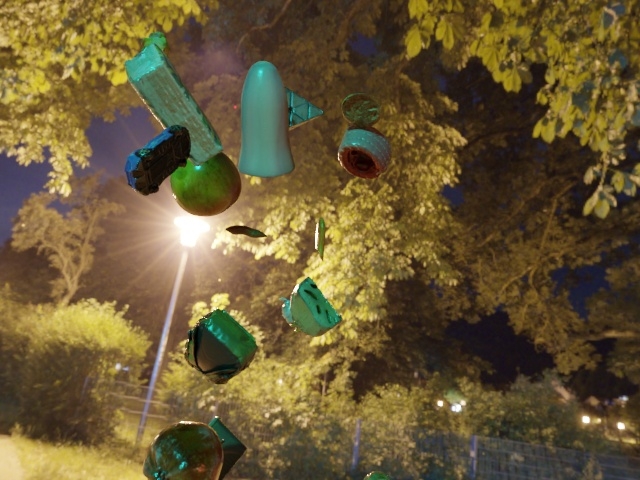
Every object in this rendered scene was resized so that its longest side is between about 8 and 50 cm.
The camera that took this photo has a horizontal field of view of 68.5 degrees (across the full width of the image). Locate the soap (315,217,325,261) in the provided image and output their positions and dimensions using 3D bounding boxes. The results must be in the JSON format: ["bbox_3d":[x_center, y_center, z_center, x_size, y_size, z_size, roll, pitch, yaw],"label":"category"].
[{"bbox_3d":[0.000,0.000,1.725,0.033,0.169,0.089,2,11,-3],"label":"soap"}]

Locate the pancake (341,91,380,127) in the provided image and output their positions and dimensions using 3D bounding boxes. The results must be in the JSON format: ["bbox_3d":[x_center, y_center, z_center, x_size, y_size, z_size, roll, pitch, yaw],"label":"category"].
[{"bbox_3d":[0.139,-0.440,1.590,0.139,0.022,0.140,9,-42,8],"label":"pancake"}]

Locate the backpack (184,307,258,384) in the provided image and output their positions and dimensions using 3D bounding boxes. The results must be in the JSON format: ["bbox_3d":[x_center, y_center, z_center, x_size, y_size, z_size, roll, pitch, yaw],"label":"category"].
[{"bbox_3d":[-0.314,0.338,1.424,0.207,0.140,0.253,43,-48,6],"label":"backpack"}]

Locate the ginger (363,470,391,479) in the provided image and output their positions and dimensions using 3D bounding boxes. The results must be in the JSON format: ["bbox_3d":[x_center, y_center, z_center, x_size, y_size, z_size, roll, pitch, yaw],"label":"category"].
[{"bbox_3d":[0.121,0.673,1.152,0.080,0.204,0.104,23,-12,-17],"label":"ginger"}]

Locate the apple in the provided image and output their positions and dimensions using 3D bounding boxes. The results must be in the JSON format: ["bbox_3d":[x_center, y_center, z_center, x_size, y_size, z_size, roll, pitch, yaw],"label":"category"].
[{"bbox_3d":[-0.548,-0.285,2.244,0.339,0.340,0.340,7,-18,2],"label":"apple"}]

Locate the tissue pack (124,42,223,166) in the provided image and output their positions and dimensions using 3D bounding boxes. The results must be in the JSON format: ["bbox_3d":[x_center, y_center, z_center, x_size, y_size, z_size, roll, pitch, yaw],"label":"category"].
[{"bbox_3d":[-0.431,-0.398,1.397,0.128,0.228,0.311,-34,-50,-1],"label":"tissue pack"}]

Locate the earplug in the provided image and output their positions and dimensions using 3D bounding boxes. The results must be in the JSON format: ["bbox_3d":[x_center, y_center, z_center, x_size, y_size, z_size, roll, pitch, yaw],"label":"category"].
[{"bbox_3d":[-0.160,-0.350,1.339,0.172,0.172,0.302,5,-62,8],"label":"earplug"}]

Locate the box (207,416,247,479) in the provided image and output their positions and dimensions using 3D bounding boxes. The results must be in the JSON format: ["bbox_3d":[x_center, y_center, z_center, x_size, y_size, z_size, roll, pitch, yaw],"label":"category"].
[{"bbox_3d":[-0.422,0.827,1.768,0.178,0.274,0.138,38,-42,9],"label":"box"}]

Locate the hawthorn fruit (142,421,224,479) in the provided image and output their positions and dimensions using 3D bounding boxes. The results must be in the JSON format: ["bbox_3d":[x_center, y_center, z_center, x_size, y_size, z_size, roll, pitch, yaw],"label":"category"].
[{"bbox_3d":[-0.387,0.661,1.425,0.241,0.242,0.271,-2,5,26],"label":"hawthorn fruit"}]

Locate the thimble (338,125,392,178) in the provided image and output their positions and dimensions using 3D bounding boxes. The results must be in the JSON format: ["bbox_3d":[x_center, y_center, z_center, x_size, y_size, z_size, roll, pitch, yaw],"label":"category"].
[{"bbox_3d":[0.156,-0.322,1.707,0.189,0.125,0.163,37,-35,-23],"label":"thimble"}]

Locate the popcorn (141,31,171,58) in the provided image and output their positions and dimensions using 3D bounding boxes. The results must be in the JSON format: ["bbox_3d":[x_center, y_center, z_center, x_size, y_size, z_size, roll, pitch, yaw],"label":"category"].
[{"bbox_3d":[-0.525,-0.609,1.504,0.089,0.109,0.097,-28,-33,-25],"label":"popcorn"}]

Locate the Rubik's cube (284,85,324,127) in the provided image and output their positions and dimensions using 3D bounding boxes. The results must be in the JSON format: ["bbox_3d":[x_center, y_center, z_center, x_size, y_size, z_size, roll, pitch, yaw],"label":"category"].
[{"bbox_3d":[-0.139,-0.406,1.651,0.211,0.190,0.178,37,-21,1],"label":"Rubik's cube"}]

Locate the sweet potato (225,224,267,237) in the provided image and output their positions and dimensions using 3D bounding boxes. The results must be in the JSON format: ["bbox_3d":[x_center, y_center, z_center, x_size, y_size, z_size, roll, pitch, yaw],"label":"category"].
[{"bbox_3d":[-0.377,-0.046,2.410,0.218,0.051,0.065,10,-31,-13],"label":"sweet potato"}]

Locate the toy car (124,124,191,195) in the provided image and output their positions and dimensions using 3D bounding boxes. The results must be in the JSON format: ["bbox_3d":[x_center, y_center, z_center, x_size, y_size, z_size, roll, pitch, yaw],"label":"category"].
[{"bbox_3d":[-0.360,-0.187,1.052,0.063,0.216,0.103,13,-50,10],"label":"toy car"}]

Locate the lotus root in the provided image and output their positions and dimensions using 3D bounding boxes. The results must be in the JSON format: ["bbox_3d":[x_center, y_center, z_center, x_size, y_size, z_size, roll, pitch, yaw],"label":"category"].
[{"bbox_3d":[-0.031,0.188,1.176,0.070,0.143,0.144,-29,-23,-40],"label":"lotus root"}]

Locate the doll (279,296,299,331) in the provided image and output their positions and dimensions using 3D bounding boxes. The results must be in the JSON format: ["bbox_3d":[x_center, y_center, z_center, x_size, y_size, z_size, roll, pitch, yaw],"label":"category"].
[{"bbox_3d":[-0.087,0.236,1.573,0.084,0.127,0.073,-30,2,-7],"label":"doll"}]
